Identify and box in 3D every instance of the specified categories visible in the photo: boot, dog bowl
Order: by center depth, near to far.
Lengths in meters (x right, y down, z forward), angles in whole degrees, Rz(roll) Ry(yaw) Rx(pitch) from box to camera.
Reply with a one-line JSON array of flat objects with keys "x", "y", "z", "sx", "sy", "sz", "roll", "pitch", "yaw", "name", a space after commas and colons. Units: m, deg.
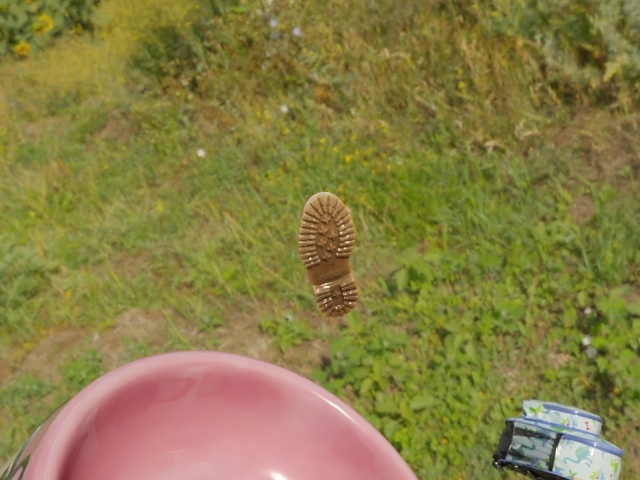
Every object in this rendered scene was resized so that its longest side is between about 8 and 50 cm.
[{"x": -0.071, "y": 0.256, "z": 0.645, "sx": 0.150, "sy": 0.408, "sz": 0.408, "roll": -60, "pitch": 16, "yaw": 30, "name": "dog bowl"}, {"x": 0.000, "y": 0.000, "z": 0.886, "sx": 0.059, "sy": 0.157, "sz": 0.084, "roll": -13, "pitch": 42, "yaw": -8, "name": "boot"}]

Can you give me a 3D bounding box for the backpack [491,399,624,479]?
[{"x": 0.243, "y": 0.207, "z": 0.837, "sx": 0.114, "sy": 0.105, "sz": 0.084, "roll": 15, "pitch": 81, "yaw": 25, "name": "backpack"}]
